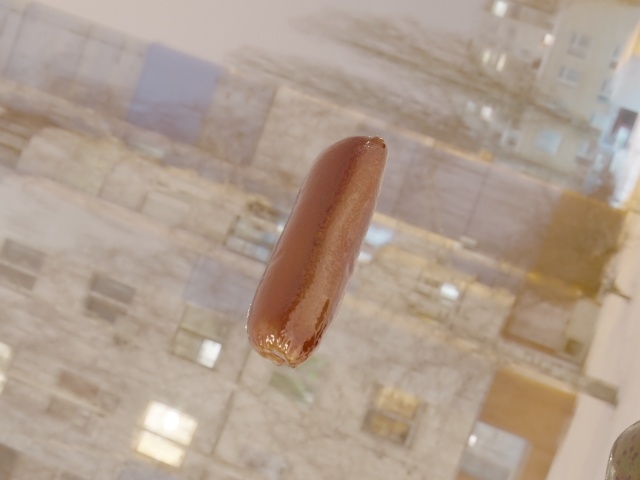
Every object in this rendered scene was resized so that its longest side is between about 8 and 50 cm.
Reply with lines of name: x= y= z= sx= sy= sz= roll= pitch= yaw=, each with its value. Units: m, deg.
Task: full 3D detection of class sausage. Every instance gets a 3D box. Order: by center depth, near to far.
sausage: x=0.000 y=0.000 z=1.324 sx=0.089 sy=0.083 sz=0.300 roll=-31 pitch=33 yaw=51

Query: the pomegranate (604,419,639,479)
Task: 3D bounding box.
pomegranate: x=0.432 y=0.271 z=1.463 sx=0.246 sy=0.198 sz=0.198 roll=-53 pitch=-19 yaw=-39
